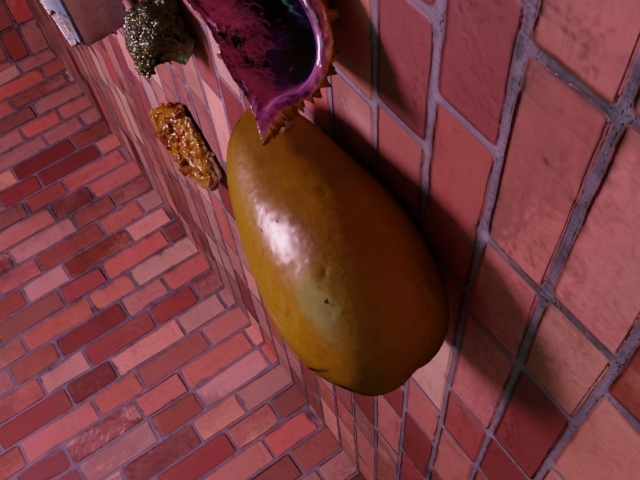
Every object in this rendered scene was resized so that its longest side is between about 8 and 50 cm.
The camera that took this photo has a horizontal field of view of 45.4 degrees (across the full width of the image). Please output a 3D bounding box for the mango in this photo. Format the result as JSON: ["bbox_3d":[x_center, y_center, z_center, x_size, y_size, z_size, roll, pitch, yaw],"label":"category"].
[{"bbox_3d":[0.000,0.000,1.042,0.445,0.220,0.301,57,168,15],"label":"mango"}]

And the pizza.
[{"bbox_3d":[-0.354,-0.256,1.916,0.335,0.086,0.226,51,165,29],"label":"pizza"}]

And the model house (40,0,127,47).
[{"bbox_3d":[-0.543,-0.579,1.678,0.206,0.178,0.271,32,153,47],"label":"model house"}]

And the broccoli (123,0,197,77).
[{"bbox_3d":[-0.303,-0.381,1.429,0.138,0.146,0.162,29,152,-17],"label":"broccoli"}]

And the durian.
[{"bbox_3d":[-0.069,-0.278,0.889,0.260,0.154,0.186,57,-171,-20],"label":"durian"}]
